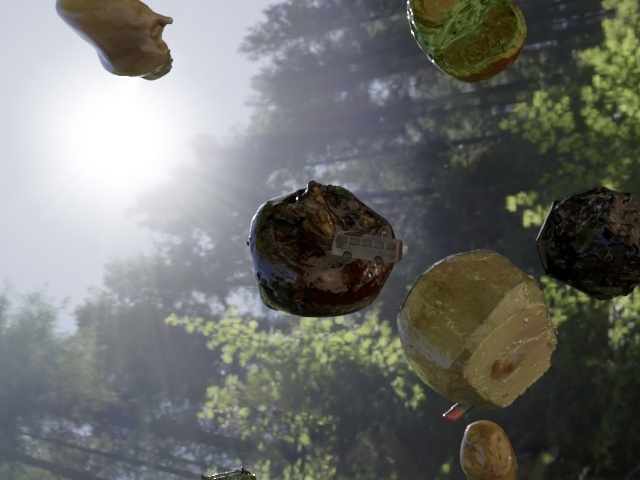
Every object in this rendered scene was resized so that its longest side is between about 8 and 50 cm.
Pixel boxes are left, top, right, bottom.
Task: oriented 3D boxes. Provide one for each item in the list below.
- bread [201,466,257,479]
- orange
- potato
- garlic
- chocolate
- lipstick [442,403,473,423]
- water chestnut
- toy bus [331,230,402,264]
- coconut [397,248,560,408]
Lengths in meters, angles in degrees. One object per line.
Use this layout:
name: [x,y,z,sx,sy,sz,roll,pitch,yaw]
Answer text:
bread: [-0.141,0.511,1.431,0.098,0.087,0.269,-7,-74,-11]
orange: [0.271,-0.398,1.612,0.237,0.179,0.158,52,-174,14]
potato: [0.333,0.428,1.713,0.112,0.112,0.147,-22,-82,-44]
garlic: [-0.338,-0.338,1.427,0.217,0.228,0.110,38,-105,-26]
chocolate: [0.543,-0.003,1.565,0.224,0.177,0.206,25,-96,-7]
lipstick: [0.390,0.381,2.146,0.234,0.053,0.053,-28,-70,-32]
water chestnut: [0.000,0.000,1.905,0.335,0.335,0.347,-38,-34,-40]
toy bus: [0.086,0.013,1.596,0.037,0.131,0.052,-33,-51,-65]
coconut: [0.287,0.160,1.660,0.297,0.254,0.297,-17,-54,-25]
